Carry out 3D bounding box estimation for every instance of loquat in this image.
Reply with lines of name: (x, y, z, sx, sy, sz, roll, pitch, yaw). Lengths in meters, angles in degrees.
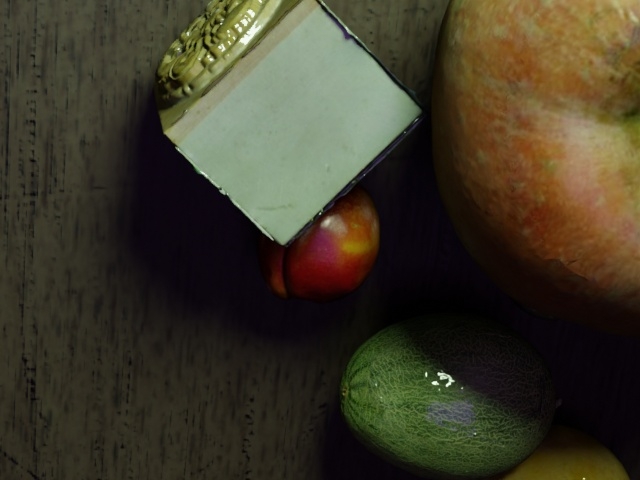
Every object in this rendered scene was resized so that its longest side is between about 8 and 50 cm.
loquat: (0.196, 0.235, 1.153, 0.163, 0.163, 0.137, -13, 144, -6)

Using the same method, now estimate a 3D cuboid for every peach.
peach: (-0.001, -0.001, 1.044, 0.100, 0.101, 0.101, -4, 112, -10)

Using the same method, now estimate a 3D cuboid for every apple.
apple: (0.238, -0.105, 0.925, 0.338, 0.305, 0.339, 1, 110, 3)

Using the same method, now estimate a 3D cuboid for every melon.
melon: (0.111, 0.127, 1.094, 0.192, 0.139, 0.139, 5, 110, -14)

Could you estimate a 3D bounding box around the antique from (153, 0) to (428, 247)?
antique: (-0.032, -0.106, 0.965, 0.146, 0.152, 0.148, -42, 111, 6)

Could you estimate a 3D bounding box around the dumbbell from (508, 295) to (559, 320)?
dumbbell: (0.201, 0.009, 1.112, 0.046, 0.052, 0.118, 15, 108, -35)
